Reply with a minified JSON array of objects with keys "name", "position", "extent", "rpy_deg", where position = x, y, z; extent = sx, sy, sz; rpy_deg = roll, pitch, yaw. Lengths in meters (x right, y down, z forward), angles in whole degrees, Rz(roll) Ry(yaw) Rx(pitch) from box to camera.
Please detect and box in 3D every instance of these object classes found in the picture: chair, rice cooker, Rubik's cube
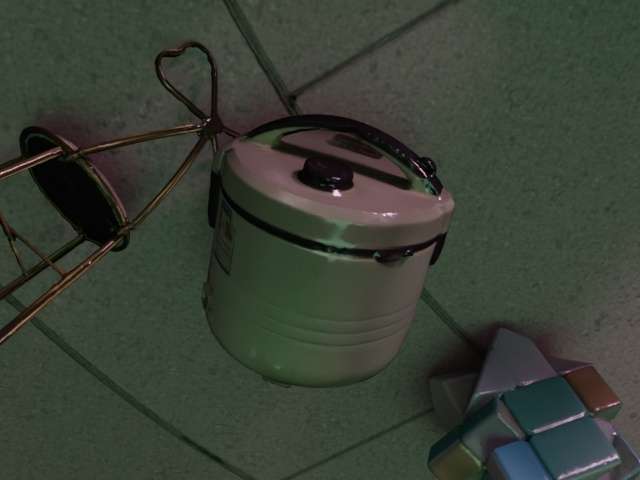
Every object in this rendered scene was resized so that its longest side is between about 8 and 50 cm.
[{"name":"chair","position":[-0.234,-0.046,0.558],"extent":[0.326,0.170,0.159],"rpy_deg":[-44,120,-33]},{"name":"rice cooker","position":[0.000,0.000,0.560],"extent":[0.226,0.226,0.244],"rpy_deg":[6,120,-10]},{"name":"Rubik's cube","position":[0.252,0.254,0.747],"extent":[0.265,0.213,0.224],"rpy_deg":[-14,135,-12]}]
